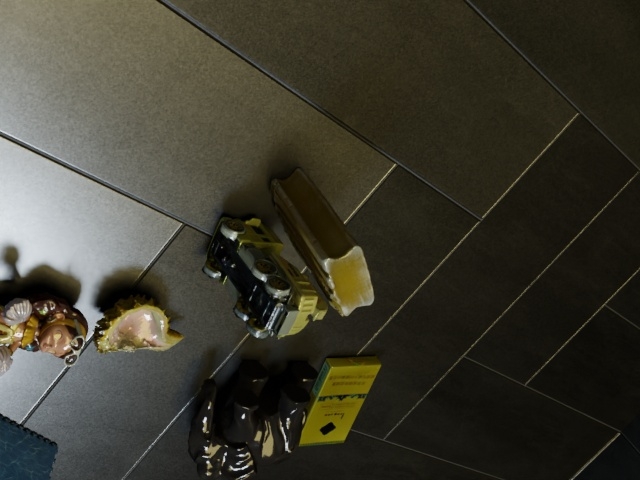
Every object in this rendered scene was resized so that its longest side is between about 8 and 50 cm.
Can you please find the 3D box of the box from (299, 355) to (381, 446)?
[{"bbox_3d":[0.038,0.409,2.263,0.153,0.041,0.279,2,125,-33],"label":"box"}]

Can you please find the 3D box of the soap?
[{"bbox_3d":[0.000,0.000,1.735,0.089,0.274,0.173,-25,135,-9],"label":"soap"}]

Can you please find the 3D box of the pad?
[{"bbox_3d":[-0.652,0.493,1.800,0.012,0.269,0.270,-10,145,27],"label":"pad"}]

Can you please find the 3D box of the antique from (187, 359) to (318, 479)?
[{"bbox_3d":[-0.156,0.423,2.061,0.322,0.185,0.255,5,121,-38],"label":"antique"}]

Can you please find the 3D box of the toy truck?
[{"bbox_3d":[-0.102,0.072,1.743,0.157,0.272,0.124,2,125,-41],"label":"toy truck"}]

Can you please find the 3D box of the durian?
[{"bbox_3d":[-0.365,0.169,1.808,0.224,0.078,0.140,24,99,-53],"label":"durian"}]

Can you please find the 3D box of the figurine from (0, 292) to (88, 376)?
[{"bbox_3d":[-0.552,0.161,1.657,0.240,0.116,0.175,11,118,-30],"label":"figurine"}]
